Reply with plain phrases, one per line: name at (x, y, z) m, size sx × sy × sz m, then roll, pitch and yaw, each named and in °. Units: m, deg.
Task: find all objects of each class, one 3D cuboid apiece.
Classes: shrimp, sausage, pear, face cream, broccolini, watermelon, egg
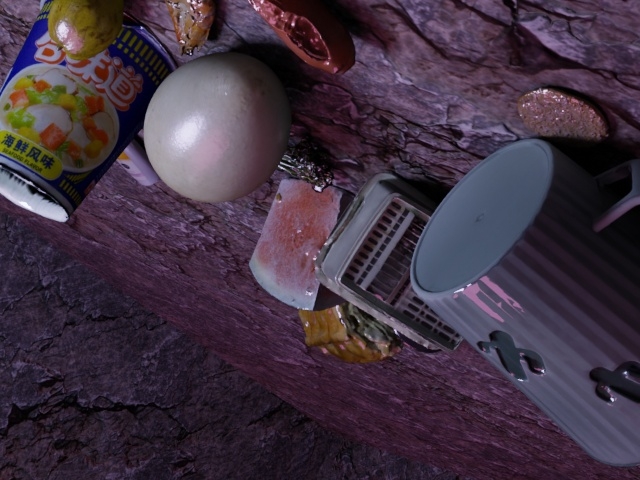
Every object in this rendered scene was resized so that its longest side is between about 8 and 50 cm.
shrimp at (-0.192, -0.325, 1.400) m, size 0.091 × 0.043 × 0.184 m, roll 33°, pitch 156°, yaw 8°
sausage at (-0.063, -0.319, 1.161) m, size 0.087 × 0.079 × 0.326 m, roll 30°, pitch 169°, yaw 49°
pear at (-0.356, -0.338, 1.452) m, size 0.107 × 0.131 × 0.107 m, roll 38°, pitch 174°, yaw 5°
face cream at (-0.416, -0.192, 2.048) m, size 0.084 × 0.057 × 0.198 m, roll 14°, pitch 158°, yaw 34°
broccolini at (-0.075, -0.127, 1.726) m, size 0.272 × 0.062 × 0.123 m, roll -3°, pitch 130°, yaw 48°
watermelon at (0.000, 0.000, 1.787) m, size 0.213 × 0.262 × 0.201 m, roll 19°, pitch 132°, yaw 36°
egg at (-0.149, -0.176, 1.457) m, size 0.218 × 0.218 × 0.295 m, roll 33°, pitch 151°, yaw -15°

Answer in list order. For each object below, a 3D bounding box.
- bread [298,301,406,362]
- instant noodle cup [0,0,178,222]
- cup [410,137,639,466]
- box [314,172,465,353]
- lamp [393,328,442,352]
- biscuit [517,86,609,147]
bread at (0.079, 0.160, 2.077) m, size 0.239 × 0.196 × 0.252 m, roll 29°, pitch 159°, yaw -6°
instant noodle cup at (-0.425, -0.211, 1.600) m, size 0.284 × 0.312 × 0.284 m, roll 24°, pitch 161°, yaw 9°
cup at (0.377, 0.050, 1.281) m, size 0.392 × 0.401 × 0.310 m, roll 38°, pitch -167°, yaw -19°
box at (0.152, 0.040, 1.604) m, size 0.291 × 0.220 × 0.166 m, roll 33°, pitch -177°, yaw -15°
lamp at (0.244, 0.120, 1.855) m, size 0.172 × 0.147 × 0.227 m, roll 17°, pitch 156°, yaw -7°
biscuit at (0.300, -0.151, 1.191) m, size 0.120 × 0.015 × 0.120 m, roll 24°, pitch 162°, yaw 8°
